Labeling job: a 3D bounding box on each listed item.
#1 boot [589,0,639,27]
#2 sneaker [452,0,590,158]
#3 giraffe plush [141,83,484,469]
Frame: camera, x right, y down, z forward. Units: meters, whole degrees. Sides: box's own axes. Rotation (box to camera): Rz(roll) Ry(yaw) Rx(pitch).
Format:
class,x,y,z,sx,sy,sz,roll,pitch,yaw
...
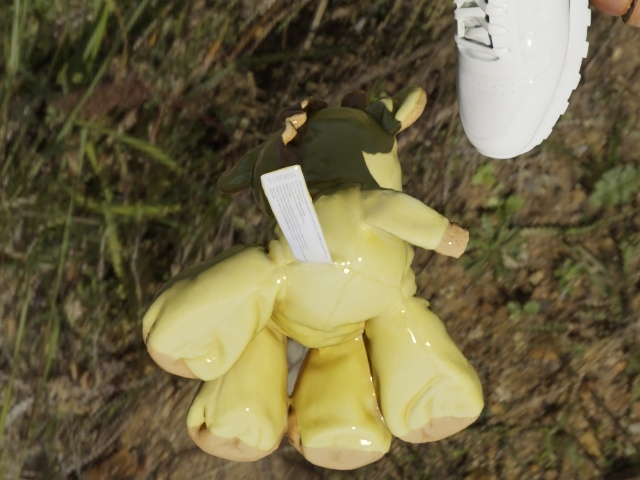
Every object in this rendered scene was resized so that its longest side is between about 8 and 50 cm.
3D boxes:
class,x,y,z,sx,sy,sz,roll,pitch,yaw
boot,0.039,-0.160,0.441,0.152,0.073,0.197,-2,73,-6
sneaker,0.112,-0.164,0.811,0.090,0.235,0.095,22,22,41
giraffe plush,0.000,0.000,0.746,0.181,0.210,0.170,2,37,2
